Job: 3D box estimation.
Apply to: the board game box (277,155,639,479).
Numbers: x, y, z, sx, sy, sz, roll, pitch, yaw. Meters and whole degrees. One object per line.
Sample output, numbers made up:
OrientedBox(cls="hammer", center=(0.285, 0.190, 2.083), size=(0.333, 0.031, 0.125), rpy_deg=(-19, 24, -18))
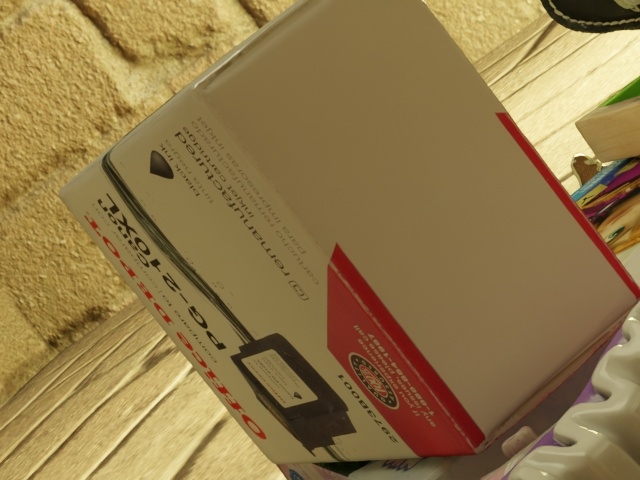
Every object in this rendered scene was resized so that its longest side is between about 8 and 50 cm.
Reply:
OrientedBox(cls="board game box", center=(0.138, 0.033, 0.905), size=(0.319, 0.066, 0.318), rpy_deg=(-38, 6, -11))

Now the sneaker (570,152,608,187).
OrientedBox(cls="sneaker", center=(0.112, 0.016, 1.166), size=(0.188, 0.071, 0.066), rpy_deg=(-35, 7, 20))

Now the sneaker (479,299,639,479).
OrientedBox(cls="sneaker", center=(0.108, 0.078, 0.649), size=(0.236, 0.095, 0.104), rpy_deg=(-42, 0, -29))

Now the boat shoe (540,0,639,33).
OrientedBox(cls="boat shoe", center=(0.197, -0.174, 1.033), size=(0.091, 0.114, 0.302), rpy_deg=(-31, 1, -30))

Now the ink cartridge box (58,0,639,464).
OrientedBox(cls="ink cartridge box", center=(0.000, 0.000, 0.800), size=(0.100, 0.172, 0.237), rpy_deg=(-40, 6, -20))

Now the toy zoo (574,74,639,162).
OrientedBox(cls="toy zoo", center=(0.282, -0.140, 0.989), size=(0.293, 0.030, 0.192), rpy_deg=(-36, 5, -10))
